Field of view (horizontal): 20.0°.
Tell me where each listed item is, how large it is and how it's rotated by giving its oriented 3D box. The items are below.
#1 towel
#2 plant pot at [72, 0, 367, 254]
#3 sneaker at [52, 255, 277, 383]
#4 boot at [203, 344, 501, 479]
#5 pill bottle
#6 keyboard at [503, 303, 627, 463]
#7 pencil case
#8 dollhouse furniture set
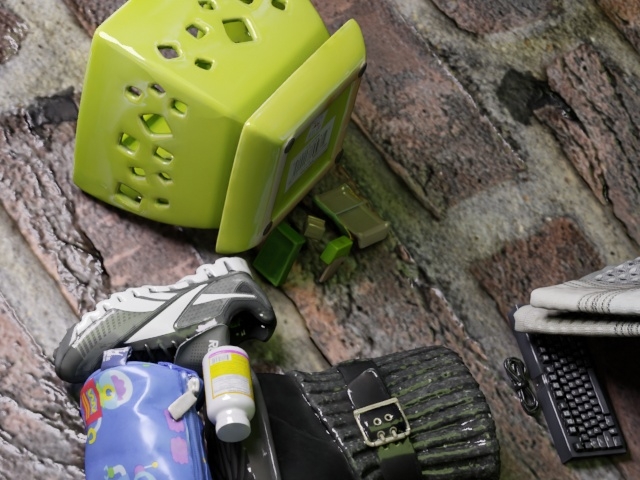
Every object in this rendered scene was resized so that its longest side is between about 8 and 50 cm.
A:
[{"bbox_3d":[0.396,0.033,1.830,0.312,0.324,0.056,-20,100,-35],"label":"towel"},{"bbox_3d":[-0.091,-0.136,1.801,0.207,0.227,0.228,31,50,13],"label":"plant pot"},{"bbox_3d":[-0.139,0.091,1.729,0.234,0.078,0.106,-22,49,-32],"label":"sneaker"},{"bbox_3d":[0.048,0.248,1.666,0.260,0.131,0.348,0,57,-20],"label":"boot"},{"bbox_3d":[-0.081,0.138,1.622,0.043,0.043,0.083,6,47,-16],"label":"pill bottle"},{"bbox_3d":[0.245,0.144,1.875,0.108,0.023,0.180,-5,58,-22],"label":"keyboard"},{"bbox_3d":[-0.140,0.248,1.601,0.119,0.133,0.306,20,48,-40],"label":"pencil case"},{"bbox_3d":[0.000,0.000,1.887,0.076,0.058,0.152,41,34,19],"label":"dollhouse furniture set"}]
